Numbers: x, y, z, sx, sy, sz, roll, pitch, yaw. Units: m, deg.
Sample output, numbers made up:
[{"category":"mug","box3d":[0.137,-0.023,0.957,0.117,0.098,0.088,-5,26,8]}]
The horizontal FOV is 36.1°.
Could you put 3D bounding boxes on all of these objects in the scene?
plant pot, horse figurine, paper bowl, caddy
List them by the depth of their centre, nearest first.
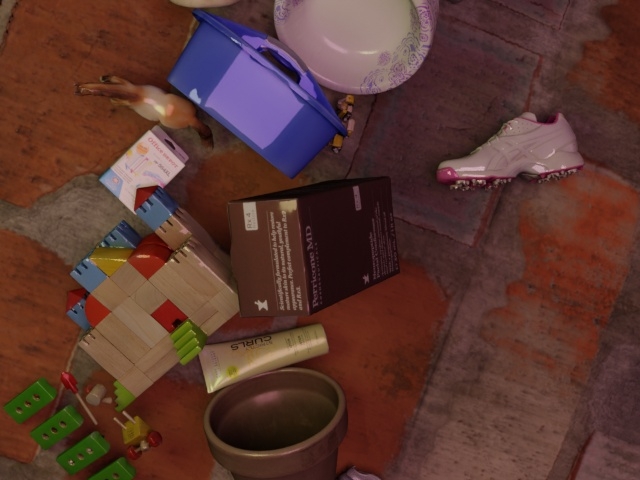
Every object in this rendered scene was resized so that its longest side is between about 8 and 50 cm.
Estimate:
[{"category":"horse figurine","box3d":[-0.292,-0.233,1.700,0.263,0.174,0.066,22,92,-15]},{"category":"caddy","box3d":[-0.107,-0.263,1.710,0.341,0.241,0.179,38,93,-14]},{"category":"paper bowl","box3d":[0.068,-0.413,1.740,0.284,0.284,0.148,32,44,-14]},{"category":"plant pot","box3d":[-0.064,0.395,1.793,0.263,0.263,0.229,-16,116,-11]}]

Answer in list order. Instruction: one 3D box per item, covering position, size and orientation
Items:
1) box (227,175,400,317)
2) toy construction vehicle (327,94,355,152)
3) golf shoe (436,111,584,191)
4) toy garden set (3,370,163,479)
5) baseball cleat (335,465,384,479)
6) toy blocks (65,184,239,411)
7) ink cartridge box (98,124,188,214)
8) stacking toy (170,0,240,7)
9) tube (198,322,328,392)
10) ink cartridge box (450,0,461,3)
[{"category":"box","box3d":[0.000,0.000,1.689,0.143,0.381,0.191,-2,98,29]},{"category":"toy construction vehicle","box3d":[0.037,-0.218,1.825,0.035,0.098,0.086,15,74,-11]},{"category":"golf shoe","box3d":[0.359,-0.173,1.902,0.306,0.115,0.140,-8,87,-19]},{"category":"toy garden set","box3d":[-0.412,0.328,1.755,0.203,0.049,0.244,-35,103,28]},{"category":"baseball cleat","box3d":[0.107,0.531,1.919,0.109,0.072,0.206,-40,106,-13]},{"category":"toy blocks","box3d":[-0.308,0.085,1.708,0.381,0.191,0.261,-41,103,20]},{"category":"ink cartridge box","box3d":[-0.312,-0.129,1.749,0.143,0.090,0.092,-46,103,-5]},{"category":"stacking toy","box3d":[-0.199,-0.569,1.657,0.141,0.141,0.331,-6,117,-12]},{"category":"tube","box3d":[-0.105,0.214,1.844,0.240,0.070,0.062,-13,119,-9]},{"category":"ink cartridge box","box3d":[0.155,-0.592,1.713,0.394,0.285,0.166,26,90,-14]}]
